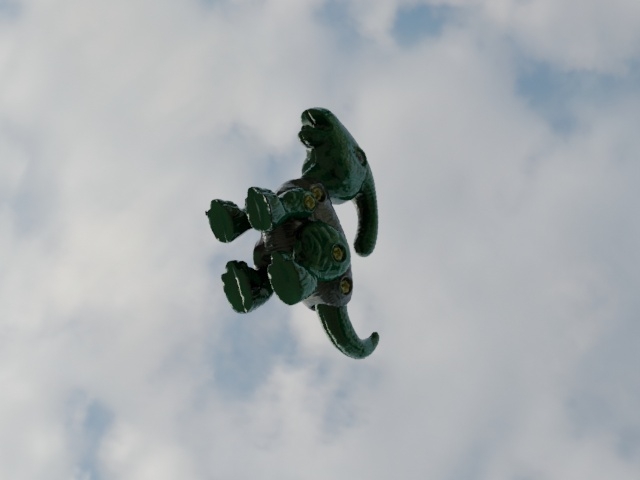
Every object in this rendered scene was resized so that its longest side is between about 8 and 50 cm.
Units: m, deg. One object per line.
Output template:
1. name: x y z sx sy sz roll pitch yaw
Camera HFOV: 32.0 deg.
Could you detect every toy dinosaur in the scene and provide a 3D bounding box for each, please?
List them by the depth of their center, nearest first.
1. toy dinosaur: 0.000 0.000 0.573 0.059 0.096 0.132 -12 -82 48
